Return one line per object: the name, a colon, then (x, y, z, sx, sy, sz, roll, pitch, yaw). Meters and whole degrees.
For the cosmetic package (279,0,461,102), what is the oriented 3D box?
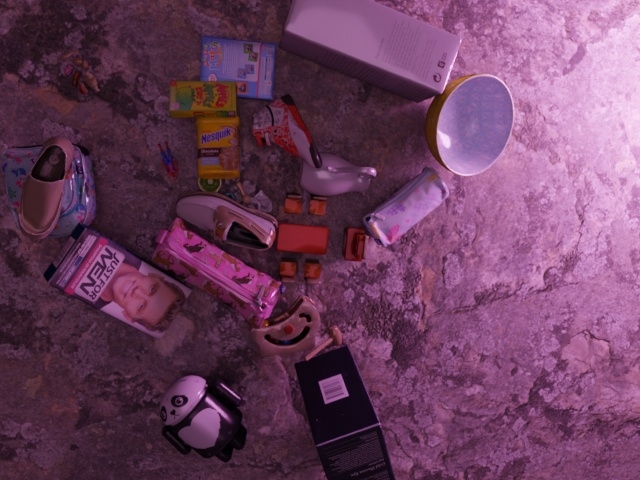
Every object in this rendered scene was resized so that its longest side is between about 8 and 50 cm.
cosmetic package: (0.126, -0.545, 1.572, 0.452, 0.230, 0.162, 18, 95, -10)

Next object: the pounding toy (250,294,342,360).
pounding toy: (-0.074, 0.262, 1.691, 0.269, 0.155, 0.154, -8, 103, -5)

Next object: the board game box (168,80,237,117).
board game box: (-0.324, -0.392, 1.577, 0.181, 0.043, 0.092, -1, 73, -4)

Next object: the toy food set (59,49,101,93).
toy food set: (-0.676, -0.465, 1.594, 0.077, 0.019, 0.122, -22, 107, -3)

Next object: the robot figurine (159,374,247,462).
robot figurine: (-0.345, 0.528, 1.684, 0.278, 0.173, 0.209, 45, 59, -10)

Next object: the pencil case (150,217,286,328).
pencil case: (-0.296, 0.093, 1.624, 0.386, 0.160, 0.167, 33, 134, -5)

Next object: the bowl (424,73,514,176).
bowl: (0.401, -0.344, 1.649, 0.289, 0.156, 0.290, -12, 116, -26)

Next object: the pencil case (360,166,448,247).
pencil case: (0.251, -0.101, 1.701, 0.273, 0.113, 0.124, -37, 122, -2)

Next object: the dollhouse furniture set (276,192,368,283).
dollhouse furniture set: (0.000, 0.000, 1.675, 0.258, 0.135, 0.262, 4, 97, -7)

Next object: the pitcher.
pitcher: (0.048, -0.192, 1.635, 0.206, 0.178, 0.126, 7, 80, -8)

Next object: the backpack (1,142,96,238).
backpack: (-0.736, -0.132, 1.553, 0.224, 0.191, 0.254, -5, 103, -7)

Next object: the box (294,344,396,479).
box: (0.072, 0.538, 1.613, 0.178, 0.343, 0.313, -19, 117, -3)

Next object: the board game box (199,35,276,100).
board game box: (-0.237, -0.492, 1.630, 0.211, 0.039, 0.160, 4, 98, -7)

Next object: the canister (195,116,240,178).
canister: (-0.289, -0.264, 1.613, 0.126, 0.073, 0.170, -2, 80, -7)

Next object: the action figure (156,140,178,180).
action figure: (-0.441, -0.228, 1.649, 0.038, 0.030, 0.115, -20, 101, -9)

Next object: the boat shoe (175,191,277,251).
boat shoe: (-0.273, -0.053, 1.635, 0.302, 0.103, 0.113, 14, 131, -8)

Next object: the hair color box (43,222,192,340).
hair color box: (-0.549, 0.117, 1.565, 0.347, 0.105, 0.174, 37, 80, -33)

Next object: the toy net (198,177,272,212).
toy net: (-0.256, -0.118, 1.675, 0.232, 0.045, 0.122, 21, 94, -9)

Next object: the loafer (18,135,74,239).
loafer: (-0.692, -0.134, 1.416, 0.101, 0.092, 0.269, 14, 89, -15)

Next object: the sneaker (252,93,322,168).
sneaker: (-0.102, -0.282, 1.601, 0.144, 0.090, 0.270, -26, 62, 1)
